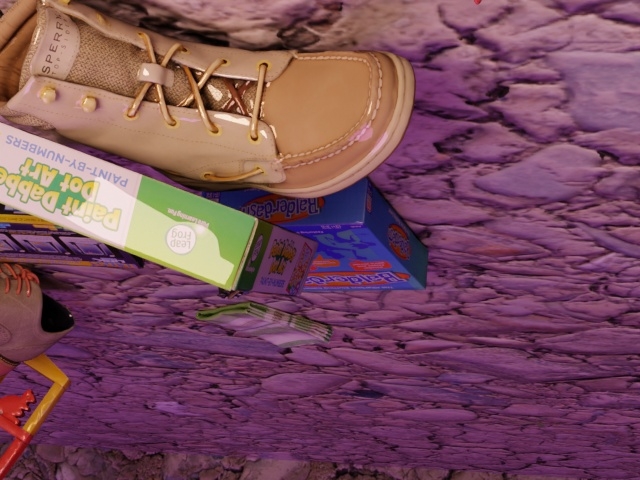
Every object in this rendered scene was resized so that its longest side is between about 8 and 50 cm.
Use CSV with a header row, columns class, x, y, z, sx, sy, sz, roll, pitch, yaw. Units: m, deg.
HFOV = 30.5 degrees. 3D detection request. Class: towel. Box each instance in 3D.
class,x,y,z,sx,sy,sz,roll,pitch,yaw
towel,-0.073,0.114,1.539,0.152,0.023,0.113,21,156,-40

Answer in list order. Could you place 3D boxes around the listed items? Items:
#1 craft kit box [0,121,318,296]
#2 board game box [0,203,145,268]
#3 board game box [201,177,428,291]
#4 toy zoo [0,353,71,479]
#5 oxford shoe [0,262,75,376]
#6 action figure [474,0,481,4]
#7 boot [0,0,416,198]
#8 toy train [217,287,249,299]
class,x,y,z,sx,sy,sz,roll,pitch,yaw
craft kit box,-0.141,-0.026,0.865,0.250,0.061,0.246,20,-177,9
board game box,-0.267,-0.016,1.148,0.170,0.048,0.141,3,164,5
board game box,0.000,0.000,1.124,0.160,0.047,0.210,-2,162,21
toy zoo,-0.475,0.222,1.588,0.192,0.293,0.030,32,164,6
oxford shoe,-0.393,0.048,1.334,0.130,0.123,0.348,-24,157,2
action figure,0.128,-0.156,0.642,0.115,0.030,0.038,-13,150,39
boot,-0.089,-0.100,0.758,0.203,0.095,0.262,20,166,-41
toy train,-0.080,0.038,1.303,0.036,0.027,0.158,1,165,-23
